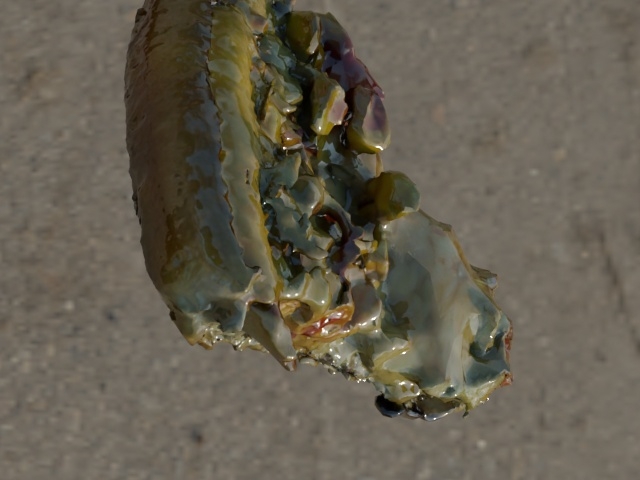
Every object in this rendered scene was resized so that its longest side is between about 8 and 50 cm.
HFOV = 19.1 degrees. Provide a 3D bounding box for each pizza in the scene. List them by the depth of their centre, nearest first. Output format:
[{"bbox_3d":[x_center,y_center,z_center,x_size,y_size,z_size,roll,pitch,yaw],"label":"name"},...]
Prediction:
[{"bbox_3d":[0.000,0.000,0.885,0.287,0.074,0.251,54,25,-12],"label":"pizza"}]
